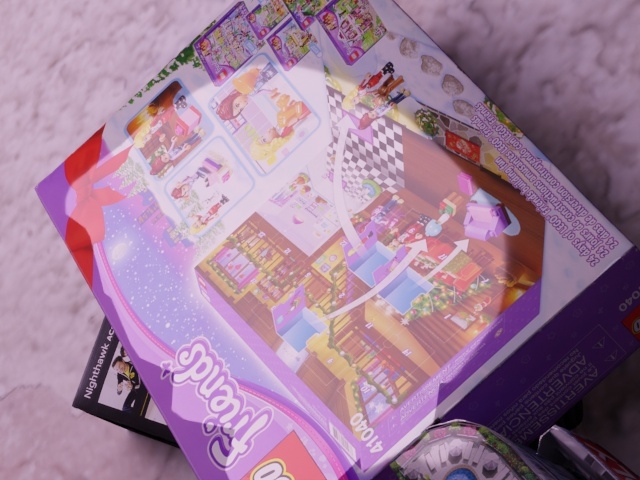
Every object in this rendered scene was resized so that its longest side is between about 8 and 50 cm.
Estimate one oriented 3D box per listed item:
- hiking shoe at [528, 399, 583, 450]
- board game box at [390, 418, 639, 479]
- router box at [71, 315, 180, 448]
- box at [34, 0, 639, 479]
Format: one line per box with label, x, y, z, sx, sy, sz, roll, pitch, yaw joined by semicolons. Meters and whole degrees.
hiking shoe;0.021;0.130;0.791;0.227;0.086;0.114;-53;39;-4
board game box;0.120;0.133;0.623;0.060;0.194;0.194;-51;49;10
router box;-0.044;0.023;0.902;0.133;0.046;0.179;13;79;42
box;0.000;0.000;0.792;0.201;0.057;0.293;-42;44;5
